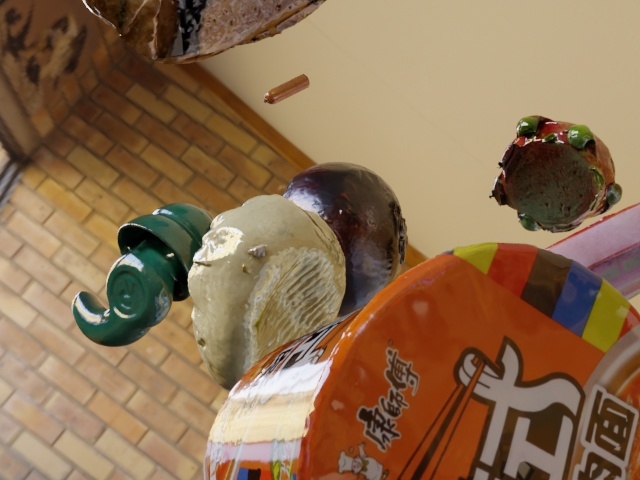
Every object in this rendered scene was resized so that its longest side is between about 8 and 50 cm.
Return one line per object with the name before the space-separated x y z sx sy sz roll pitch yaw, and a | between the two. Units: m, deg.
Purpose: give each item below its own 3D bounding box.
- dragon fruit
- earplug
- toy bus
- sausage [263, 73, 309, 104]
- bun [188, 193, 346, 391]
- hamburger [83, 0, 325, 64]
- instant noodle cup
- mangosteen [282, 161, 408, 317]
dragon fruit | 0.508 -0.144 1.877 0.268 0.130 0.295 45 -42 11
earplug | -0.290 0.055 1.504 0.164 0.280 0.257 43 -28 5
toy bus | 0.527 0.046 1.622 0.147 0.303 0.127 59 4 -44
sausage | -0.071 -0.296 1.727 0.031 0.107 0.031 40 -32 32
bun | -0.078 0.060 1.145 0.160 0.259 0.259 27 -21 34
hamburger | -0.062 -0.221 0.540 0.107 0.231 0.231 50 -6 40
instant noodle cup | 0.058 0.139 0.494 0.250 0.250 0.192 42 -27 -14
mangosteen | 0.017 -0.007 1.615 0.293 0.297 0.297 21 -21 9
